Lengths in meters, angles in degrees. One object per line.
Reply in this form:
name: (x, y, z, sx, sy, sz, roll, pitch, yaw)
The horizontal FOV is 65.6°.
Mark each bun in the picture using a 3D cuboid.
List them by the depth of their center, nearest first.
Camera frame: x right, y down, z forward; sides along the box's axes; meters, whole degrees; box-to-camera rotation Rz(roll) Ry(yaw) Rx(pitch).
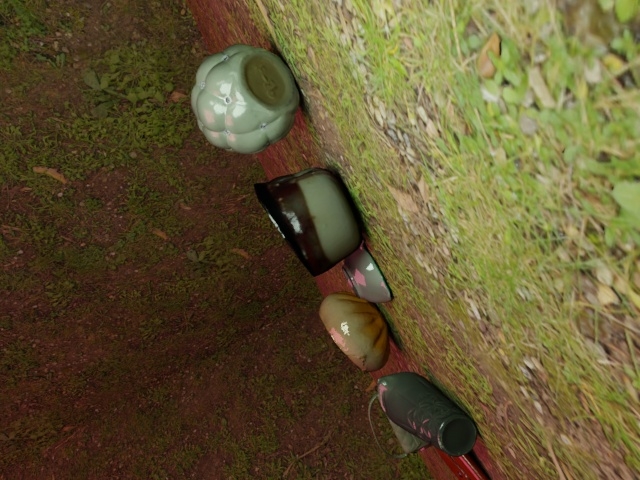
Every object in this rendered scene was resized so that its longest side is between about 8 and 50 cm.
bun: (0.136, 0.286, 1.649, 0.299, 0.165, 0.299, 49, -174, -7)

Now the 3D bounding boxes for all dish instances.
dish: (0.111, 0.089, 1.381, 0.246, 0.078, 0.224, 65, 174, -30)

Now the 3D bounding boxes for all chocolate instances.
chocolate: (-0.015, -0.069, 1.223, 0.283, 0.186, 0.283, 54, 180, 0)

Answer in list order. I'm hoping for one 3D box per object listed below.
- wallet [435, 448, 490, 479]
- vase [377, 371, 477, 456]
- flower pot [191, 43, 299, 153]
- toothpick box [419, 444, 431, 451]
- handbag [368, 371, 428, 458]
wallet: (0.409, 0.648, 1.406, 0.204, 0.045, 0.142, 48, 157, 34)
vase: (0.297, 0.464, 1.304, 0.251, 0.156, 0.301, 35, 171, -10)
flower pot: (-0.169, -0.320, 1.132, 0.195, 0.246, 0.246, -20, 100, 52)
toothpick box: (0.345, 0.650, 1.787, 0.180, 0.111, 0.111, 58, 173, 19)
handbag: (0.265, 0.579, 1.624, 0.256, 0.219, 0.079, 64, 172, -7)
